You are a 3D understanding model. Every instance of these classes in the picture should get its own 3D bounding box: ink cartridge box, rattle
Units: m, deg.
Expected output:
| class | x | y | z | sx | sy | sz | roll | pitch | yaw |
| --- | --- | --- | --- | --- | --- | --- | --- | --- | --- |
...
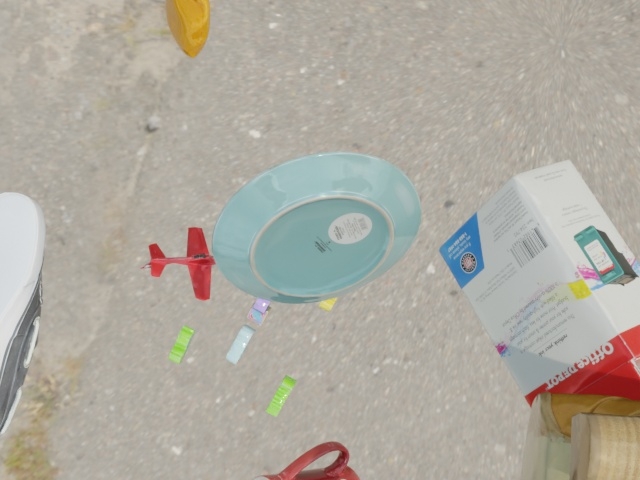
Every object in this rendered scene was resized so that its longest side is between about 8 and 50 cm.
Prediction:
| class | x | y | z | sx | sy | sz | roll | pitch | yaw |
| --- | --- | --- | --- | --- | --- | --- | --- | --- | --- |
| ink cartridge box | 0.218 | 0.063 | 0.842 | 0.231 | 0.078 | 0.134 | 61 | 143 | 17 |
| rattle | -0.160 | -0.213 | 0.651 | 0.130 | 0.199 | 0.143 | 33 | 114 | 23 |

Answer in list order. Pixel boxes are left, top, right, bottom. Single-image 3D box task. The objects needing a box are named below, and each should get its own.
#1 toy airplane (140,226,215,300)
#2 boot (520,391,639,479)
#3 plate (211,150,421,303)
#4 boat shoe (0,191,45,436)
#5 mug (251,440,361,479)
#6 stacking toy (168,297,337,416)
| class | x | y | z | sx | sy | sz | roll | pitch | yaw |
| --- | --- | --- | --- | --- | --- | --- | --- | --- | --- |
| toy airplane | -0.232 | 0.033 | 1.629 | 0.151 | 0.151 | 0.028 | 25 | 147 | 8 |
| boot | 0.263 | 0.168 | 0.677 | 0.211 | 0.295 | 0.104 | 7 | 77 | 3 |
| plate | 0.000 | 0.000 | 0.829 | 0.188 | 0.024 | 0.188 | -9 | 137 | -8 |
| boat shoe | -0.367 | 0.097 | 1.087 | 0.108 | 0.102 | 0.301 | 10 | 86 | 16 |
| mug | -0.029 | 0.394 | 1.503 | 0.113 | 0.169 | 0.150 | -15 | 73 | 48 |
| stacking toy | -0.084 | 0.102 | 1.224 | 0.167 | 0.052 | 0.221 | 28 | 105 | 3 |
